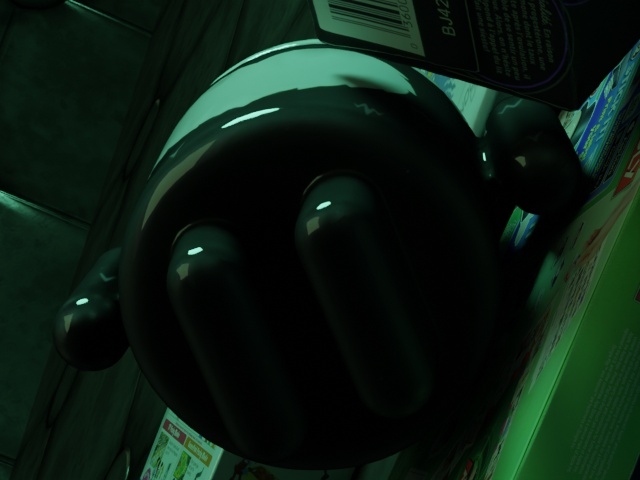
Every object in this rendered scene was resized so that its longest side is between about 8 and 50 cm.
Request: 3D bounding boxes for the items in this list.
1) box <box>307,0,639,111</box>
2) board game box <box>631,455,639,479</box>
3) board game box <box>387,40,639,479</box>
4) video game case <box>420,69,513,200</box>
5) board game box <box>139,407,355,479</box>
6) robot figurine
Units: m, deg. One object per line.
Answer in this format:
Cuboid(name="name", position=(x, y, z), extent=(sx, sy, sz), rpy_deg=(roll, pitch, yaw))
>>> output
Cuboid(name="box", position=(0.113, -0.209, 0.831), extent=(0.270, 0.143, 0.165), rpy_deg=(-46, -40, -32))
Cuboid(name="board game box", position=(0.142, 0.125, 0.681), extent=(0.160, 0.047, 0.210), rpy_deg=(-80, 17, -47))
Cuboid(name="board game box", position=(0.110, 0.033, 0.843), extent=(0.317, 0.046, 0.213), rpy_deg=(-63, 7, -23))
Cuboid(name="video game case", position=(0.104, -0.180, 1.142), extent=(0.300, 0.036, 0.329), rpy_deg=(108, 170, -45))
Cuboid(name="board game box", position=(-0.077, 0.215, 1.310), extent=(0.224, 0.097, 0.303), rpy_deg=(-167, 99, -76))
Cuboid(name="robot figurine", position=(-0.003, -0.001, 0.882), extent=(0.278, 0.209, 0.174), rpy_deg=(-79, 6, -73))
